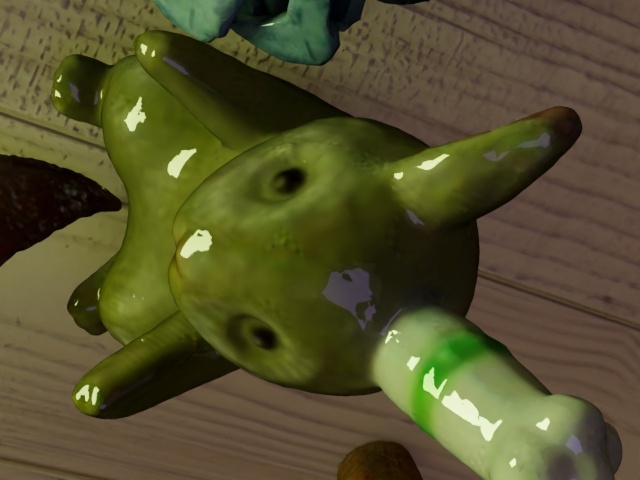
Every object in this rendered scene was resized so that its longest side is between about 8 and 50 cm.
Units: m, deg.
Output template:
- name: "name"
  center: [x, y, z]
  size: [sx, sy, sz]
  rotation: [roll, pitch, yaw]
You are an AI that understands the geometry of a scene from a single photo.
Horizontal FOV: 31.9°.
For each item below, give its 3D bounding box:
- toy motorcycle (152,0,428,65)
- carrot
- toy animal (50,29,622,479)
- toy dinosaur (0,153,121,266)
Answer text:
- name: "toy motorcycle"
  center: [-0.030, -0.219, 0.532]
  size: [0.206, 0.154, 0.260]
  rotation: [-10, 118, 18]
- name: "carrot"
  center: [0.071, 0.223, 0.782]
  size: [0.061, 0.209, 0.061]
  rotation: [-7, 118, -14]
- name: "toy animal"
  center: [-0.020, -0.002, 0.528]
  size: [0.180, 0.363, 0.181]
  rotation: [2, 99, -23]
- name: "toy dinosaur"
  center: [-0.295, 0.059, 0.657]
  size: [0.207, 0.113, 0.327]
  rotation: [33, 97, -3]
